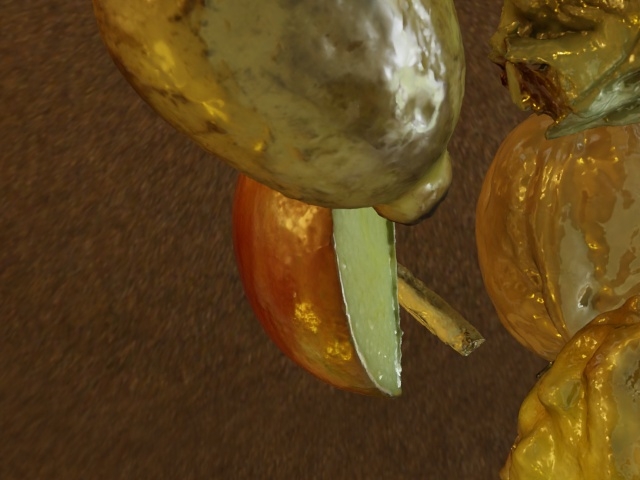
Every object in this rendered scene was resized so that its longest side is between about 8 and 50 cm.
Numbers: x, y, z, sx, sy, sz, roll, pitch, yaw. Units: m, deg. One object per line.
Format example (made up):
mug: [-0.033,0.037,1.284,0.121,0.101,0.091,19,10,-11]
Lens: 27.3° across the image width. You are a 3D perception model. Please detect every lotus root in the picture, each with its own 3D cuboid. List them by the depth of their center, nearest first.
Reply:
lotus root: [-0.004,-0.086,0.574,0.138,0.138,0.214,-41,121,10]

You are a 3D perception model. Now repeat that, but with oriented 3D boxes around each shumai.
shumai: [0.243,-0.187,1.111,0.256,0.189,0.218,44,101,8]

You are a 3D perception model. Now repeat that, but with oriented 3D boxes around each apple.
apple: [0.000,0.000,1.420,0.179,0.254,0.346,-2,89,-12]

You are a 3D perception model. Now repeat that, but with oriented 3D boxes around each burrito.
burrito: [0.138,0.084,1.752,0.185,0.041,0.045,42,124,4]

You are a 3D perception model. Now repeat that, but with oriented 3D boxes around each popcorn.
popcorn: [0.150,0.081,0.493,0.173,0.173,0.142,-29,86,8]

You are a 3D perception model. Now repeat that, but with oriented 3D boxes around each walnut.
walnut: [0.369,-0.010,1.683,0.381,0.381,0.381,0,104,1]

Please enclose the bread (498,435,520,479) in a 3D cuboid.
bread: [0.307,0.146,0.962,0.211,0.270,0.316,53,142,19]
